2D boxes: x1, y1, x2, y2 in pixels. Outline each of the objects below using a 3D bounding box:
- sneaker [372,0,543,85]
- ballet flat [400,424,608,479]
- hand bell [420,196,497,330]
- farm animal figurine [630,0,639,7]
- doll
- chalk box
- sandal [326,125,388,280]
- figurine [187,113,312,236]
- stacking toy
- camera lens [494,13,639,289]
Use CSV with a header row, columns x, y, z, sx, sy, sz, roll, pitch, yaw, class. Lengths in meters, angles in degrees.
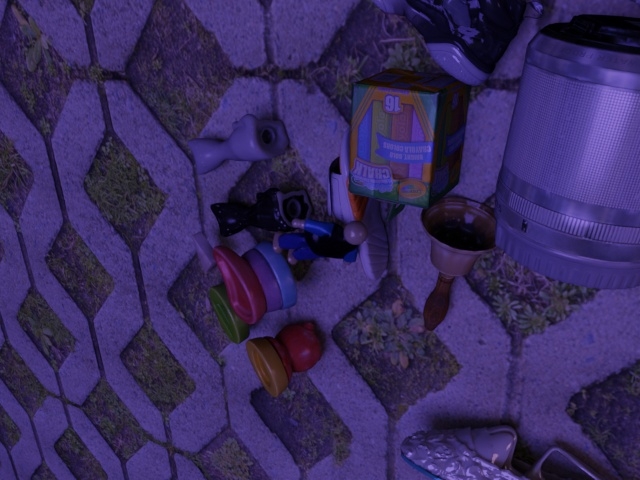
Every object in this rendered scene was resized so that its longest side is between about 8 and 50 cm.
x,y,z,sx,sy,sz,roll,pitch,yaw,class
0.162,-0.343,0.774,0.268,0.101,0.153,45,128,-1,sneaker
0.345,0.391,1.004,0.409,0.147,0.146,21,122,20,ballet flat
0.199,0.063,0.952,0.126,0.126,0.242,26,135,20,hand bell
0.300,-0.414,0.606,0.327,0.172,0.330,23,109,20,farm animal figurine
0.000,0.000,0.959,0.189,0.046,0.129,-10,140,47,doll
0.128,-0.129,0.873,0.132,0.132,0.212,14,120,27,chalk box
0.049,-0.054,0.979,0.076,0.102,0.265,3,115,31,sandal
-0.145,-0.110,1.091,0.210,0.092,0.214,-8,106,39,figurine
-0.117,0.112,1.169,0.279,0.130,0.308,36,144,48,stacking toy
0.331,-0.109,0.695,0.220,0.219,0.274,18,121,25,camera lens
